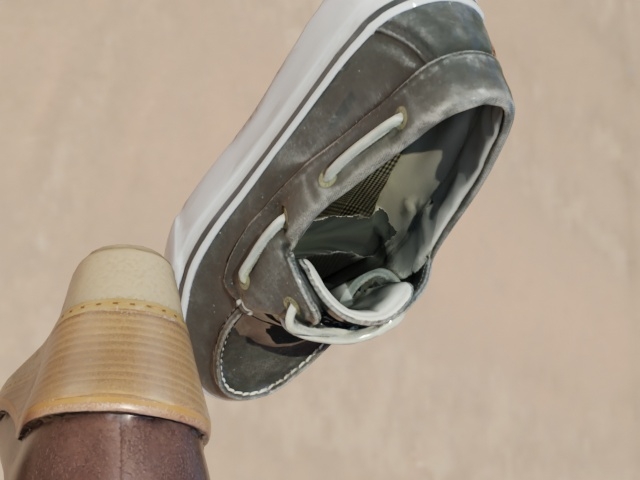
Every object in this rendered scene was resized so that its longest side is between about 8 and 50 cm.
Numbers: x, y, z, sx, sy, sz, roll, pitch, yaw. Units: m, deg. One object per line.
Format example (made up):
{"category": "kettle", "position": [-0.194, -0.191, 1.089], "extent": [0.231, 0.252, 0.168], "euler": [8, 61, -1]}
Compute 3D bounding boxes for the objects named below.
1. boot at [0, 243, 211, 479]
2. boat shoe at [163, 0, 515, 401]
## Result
{"category": "boot", "position": [-0.087, 0.141, 0.678], "extent": [0.248, 0.090, 0.206], "euler": [106, -14, -60]}
{"category": "boat shoe", "position": [0.000, 0.000, 0.979], "extent": [0.121, 0.335, 0.119], "euler": [-1, 50, -26]}
